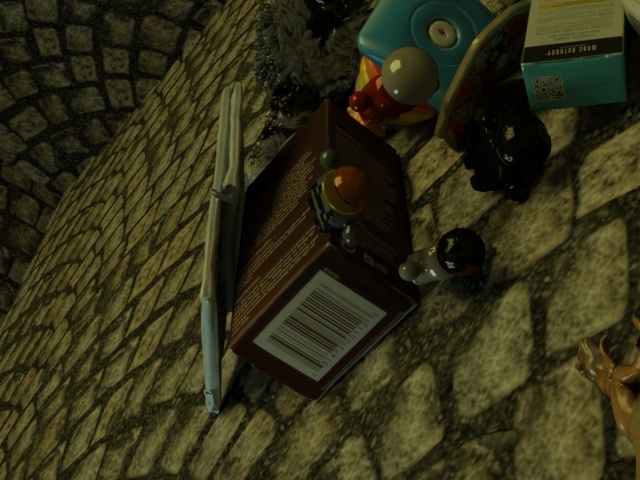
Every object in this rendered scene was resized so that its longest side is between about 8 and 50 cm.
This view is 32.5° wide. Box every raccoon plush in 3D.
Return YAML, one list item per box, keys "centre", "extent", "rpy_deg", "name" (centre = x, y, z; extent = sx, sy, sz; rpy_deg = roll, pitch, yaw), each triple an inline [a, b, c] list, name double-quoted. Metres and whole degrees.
- centre: [-0.063, -0.302, 1.940]
  extent: [0.446, 0.216, 0.299]
  rpy_deg: [-56, 12, -2]
  name: "raccoon plush"

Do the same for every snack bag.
- centre: [-0.127, 0.017, 1.476]
  extent: [0.323, 0.037, 0.343]
  rpy_deg: [97, 177, -55]
  name: "snack bag"

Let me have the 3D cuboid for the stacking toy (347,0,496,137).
- centre: [0.108, -0.211, 1.501]
  extent: [0.166, 0.175, 0.302]
  rpy_deg: [-56, 4, -26]
  name: "stacking toy"

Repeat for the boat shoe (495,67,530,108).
- centre: [0.256, -0.185, 1.230]
  extent: [0.135, 0.050, 0.045]
  rpy_deg: [-9, 44, 50]
  name: "boat shoe"

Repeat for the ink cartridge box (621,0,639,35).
- centre: [0.407, -0.242, 0.998]
  extent: [0.224, 0.056, 0.181]
  rpy_deg: [-31, 24, 9]
  name: "ink cartridge box"

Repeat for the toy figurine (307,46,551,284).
- centre: [0.107, -0.068, 1.131]
  extent: [0.210, 0.213, 0.148]
  rpy_deg: [-59, 6, -15]
  name: "toy figurine"

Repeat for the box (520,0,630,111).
- centre: [0.277, -0.237, 1.168]
  extent: [0.100, 0.060, 0.244]
  rpy_deg: [-3, 42, 21]
  name: "box"

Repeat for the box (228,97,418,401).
- centre: [0.000, 0.000, 1.381]
  extent: [0.191, 0.143, 0.381]
  rpy_deg: [-46, 23, 25]
  name: "box"

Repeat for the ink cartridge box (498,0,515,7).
- centre: [0.285, -0.439, 1.509]
  extent: [0.203, 0.086, 0.148]
  rpy_deg: [-47, 21, 19]
  name: "ink cartridge box"

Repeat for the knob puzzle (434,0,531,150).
- centre: [0.199, -0.194, 1.280]
  extent: [0.213, 0.030, 0.213]
  rpy_deg: [-48, -18, -20]
  name: "knob puzzle"

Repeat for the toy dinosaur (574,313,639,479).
- centre: [0.232, 0.124, 0.789]
  extent: [0.211, 0.064, 0.112]
  rpy_deg: [-77, 10, -66]
  name: "toy dinosaur"
